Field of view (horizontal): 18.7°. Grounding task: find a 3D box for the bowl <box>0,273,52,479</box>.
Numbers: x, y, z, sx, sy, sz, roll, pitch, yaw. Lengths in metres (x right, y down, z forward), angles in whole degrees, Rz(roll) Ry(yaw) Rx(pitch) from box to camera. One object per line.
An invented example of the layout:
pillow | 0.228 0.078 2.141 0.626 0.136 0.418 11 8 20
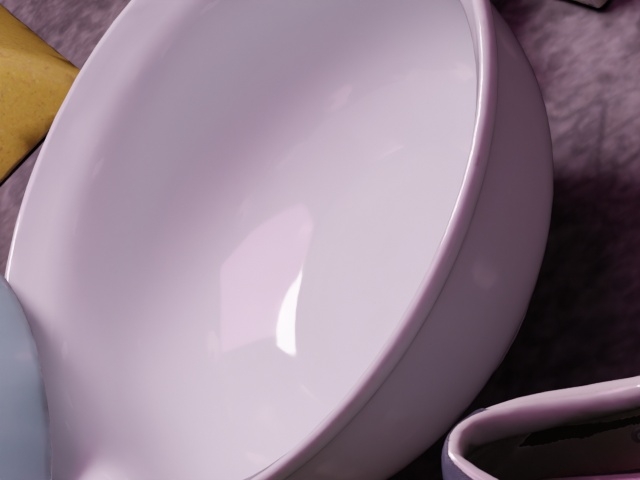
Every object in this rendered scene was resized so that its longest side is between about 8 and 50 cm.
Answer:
bowl | -0.265 0.142 0.888 0.311 0.163 0.312 -29 54 49

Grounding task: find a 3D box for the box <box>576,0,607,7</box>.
box | 0.175 -0.260 1.002 0.275 0.113 0.094 -50 35 -6

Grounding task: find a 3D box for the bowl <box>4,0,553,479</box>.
bowl | 0.000 0.000 0.861 0.298 0.134 0.298 -25 53 38

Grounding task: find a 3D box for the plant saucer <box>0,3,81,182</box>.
plant saucer | -0.353 -0.062 1.373 0.333 0.081 0.332 -47 35 -3

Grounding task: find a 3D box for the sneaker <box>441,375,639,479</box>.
sneaker | 0.162 0.081 0.631 0.258 0.091 0.094 -12 44 15
